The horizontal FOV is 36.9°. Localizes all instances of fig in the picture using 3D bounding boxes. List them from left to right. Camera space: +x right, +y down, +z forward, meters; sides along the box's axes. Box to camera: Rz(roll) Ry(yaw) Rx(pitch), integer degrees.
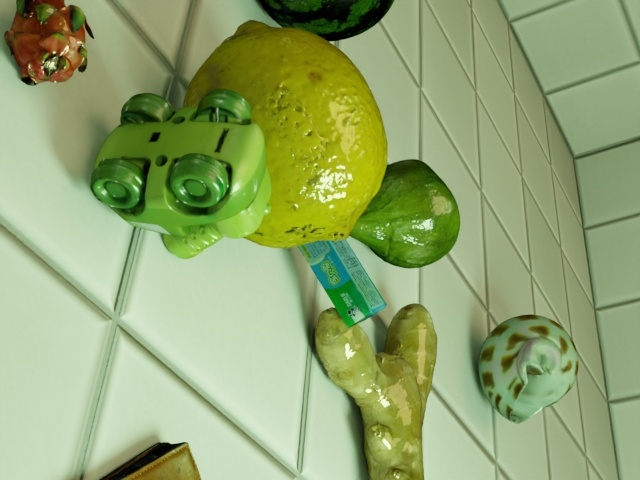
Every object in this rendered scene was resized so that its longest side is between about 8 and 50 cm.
[{"bbox_3d":[0.119,-0.033,1.700,0.235,0.203,0.203,-19,93,-26],"label":"fig"}]

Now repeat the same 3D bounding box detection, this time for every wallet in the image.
[{"bbox_3d":[-0.171,0.302,0.960,0.195,0.042,0.161,-21,89,-64],"label":"wallet"}]

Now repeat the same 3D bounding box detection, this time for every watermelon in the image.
[{"bbox_3d":[0.007,-0.455,1.575,0.269,0.269,0.269,44,37,-47],"label":"watermelon"}]

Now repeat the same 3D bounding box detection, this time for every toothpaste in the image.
[{"bbox_3d":[0.000,0.000,1.415,0.266,0.050,0.065,58,21,8],"label":"toothpaste"}]

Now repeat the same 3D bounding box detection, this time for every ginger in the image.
[{"bbox_3d":[0.120,0.274,1.537,0.363,0.122,0.348,11,67,-70],"label":"ginger"}]

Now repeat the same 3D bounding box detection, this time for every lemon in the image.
[{"bbox_3d":[-0.050,-0.136,1.238,0.258,0.258,0.310,-22,92,-66],"label":"lemon"}]

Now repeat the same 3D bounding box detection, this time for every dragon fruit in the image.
[{"bbox_3d":[-0.283,-0.217,0.998,0.086,0.081,0.116,-4,71,-33],"label":"dragon fruit"}]

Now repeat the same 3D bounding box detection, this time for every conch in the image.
[{"bbox_3d":[0.454,0.288,2.132,0.249,0.197,0.368,-58,144,-11],"label":"conch"}]

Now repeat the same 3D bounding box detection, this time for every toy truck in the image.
[{"bbox_3d":[-0.137,-0.063,1.081,0.210,0.187,0.148,53,38,-38],"label":"toy truck"}]
